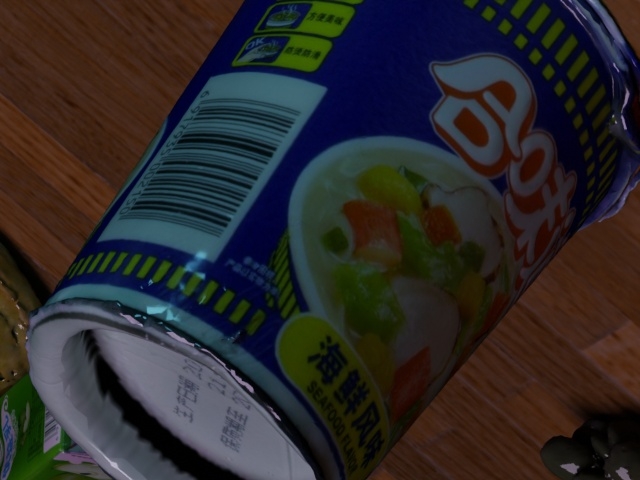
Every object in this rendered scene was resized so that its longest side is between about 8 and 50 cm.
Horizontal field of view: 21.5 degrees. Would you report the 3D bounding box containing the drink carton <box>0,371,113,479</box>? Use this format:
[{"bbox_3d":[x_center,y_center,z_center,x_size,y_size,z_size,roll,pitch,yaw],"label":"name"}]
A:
[{"bbox_3d":[-0.198,0.180,1.494,0.161,0.108,0.271,11,153,-27],"label":"drink carton"}]

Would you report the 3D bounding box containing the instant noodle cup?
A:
[{"bbox_3d":[0.000,0.000,0.966,0.284,0.312,0.284,24,145,19],"label":"instant noodle cup"}]

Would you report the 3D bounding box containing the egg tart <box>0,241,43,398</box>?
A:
[{"bbox_3d":[-0.401,0.083,1.608,0.345,0.132,0.345,24,146,17],"label":"egg tart"}]

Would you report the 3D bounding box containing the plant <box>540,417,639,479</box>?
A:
[{"bbox_3d":[0.239,0.172,1.172,0.174,0.085,0.087,26,121,26],"label":"plant"}]
